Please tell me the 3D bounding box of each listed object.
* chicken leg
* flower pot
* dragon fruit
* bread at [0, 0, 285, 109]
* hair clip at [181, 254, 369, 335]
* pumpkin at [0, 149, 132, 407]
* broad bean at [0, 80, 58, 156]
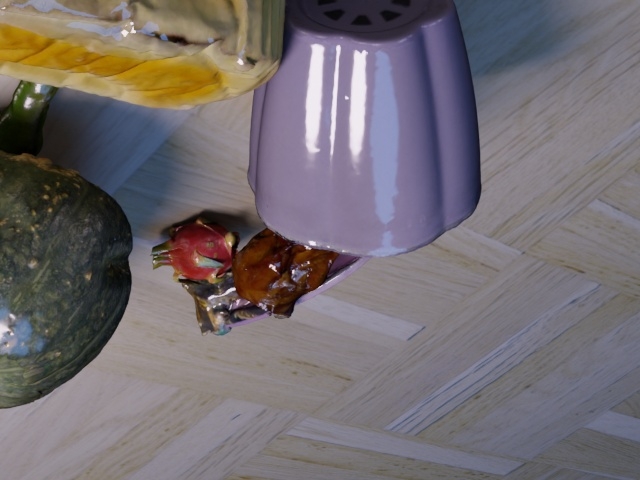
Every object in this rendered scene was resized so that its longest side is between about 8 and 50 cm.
[{"bbox_3d":[0.000,0.000,1.423,0.113,0.093,0.304,28,141,-26],"label":"chicken leg"},{"bbox_3d":[0.044,-0.150,1.235,0.265,0.265,0.243,-12,135,-9],"label":"flower pot"},{"bbox_3d":[-0.161,0.013,1.509,0.116,0.086,0.081,6,174,-13],"label":"dragon fruit"},{"bbox_3d":[-0.200,-0.244,1.054,0.389,0.183,0.236,10,163,-41],"label":"bread"},{"bbox_3d":[-0.031,0.037,1.580,0.359,0.095,0.110,-23,177,19],"label":"hair clip"},{"bbox_3d":[-0.357,0.039,1.262,0.292,0.257,0.327,31,141,-4],"label":"pumpkin"},{"bbox_3d":[-0.312,-0.135,1.263,0.061,0.046,0.195,18,130,-38],"label":"broad bean"}]
